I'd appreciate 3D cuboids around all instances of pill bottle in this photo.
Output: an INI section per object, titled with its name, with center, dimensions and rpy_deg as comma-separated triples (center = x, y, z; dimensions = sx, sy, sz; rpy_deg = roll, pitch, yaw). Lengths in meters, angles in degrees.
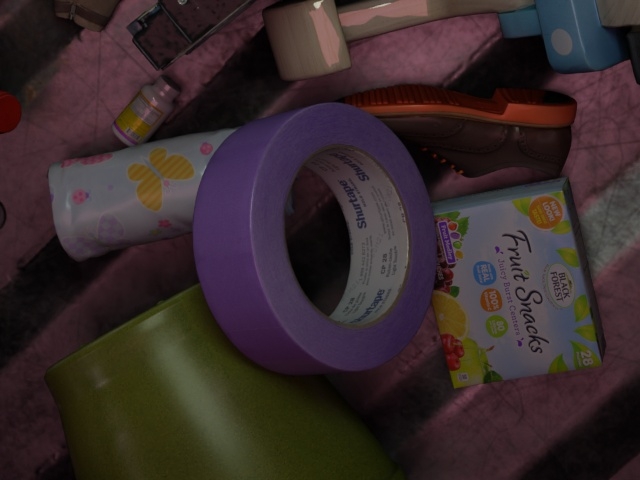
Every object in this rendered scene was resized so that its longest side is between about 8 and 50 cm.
[pill bottle]
center = -0.193, -0.144, 1.597
dimensions = 0.043, 0.043, 0.083
rpy_deg = 41, 103, -7

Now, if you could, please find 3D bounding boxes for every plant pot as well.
[plant pot]
center = -0.118, 0.237, 1.560
dimensions = 0.366, 0.366, 0.353
rpy_deg = -30, 90, 11

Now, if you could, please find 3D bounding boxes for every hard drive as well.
[hard drive]
center = -0.034, -0.306, 1.445
dimensions = 0.339, 0.237, 0.064
rpy_deg = -36, 99, 11

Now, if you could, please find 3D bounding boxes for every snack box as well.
[snack box]
center = 0.211, 0.048, 1.595
dimensions = 0.175, 0.070, 0.207
rpy_deg = -10, 105, 18

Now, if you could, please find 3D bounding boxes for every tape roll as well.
[tape roll]
center = 0.000, 0.000, 1.475
dimensions = 0.090, 0.275, 0.274
rpy_deg = -9, 107, 43

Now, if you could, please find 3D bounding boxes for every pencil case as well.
[pencil case]
center = -0.162, -0.055, 1.577
dimensions = 0.273, 0.124, 0.113
rpy_deg = -13, 73, 7

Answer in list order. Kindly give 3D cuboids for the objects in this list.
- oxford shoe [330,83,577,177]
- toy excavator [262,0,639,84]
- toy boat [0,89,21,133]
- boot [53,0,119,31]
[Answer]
[oxford shoe]
center = 0.140, -0.113, 1.560
dimensions = 0.271, 0.097, 0.098
rpy_deg = 3, 111, 3
[toy excavator]
center = 0.219, -0.263, 1.465
dimensions = 0.433, 0.445, 0.222
rpy_deg = -25, 105, -33
[toy boat]
center = -0.413, -0.256, 1.510
dimensions = 0.148, 0.267, 0.318
rpy_deg = 14, 126, 36
[boot]
center = -0.234, -0.271, 1.572
dimensions = 0.118, 0.042, 0.087
rpy_deg = 18, 111, 0
